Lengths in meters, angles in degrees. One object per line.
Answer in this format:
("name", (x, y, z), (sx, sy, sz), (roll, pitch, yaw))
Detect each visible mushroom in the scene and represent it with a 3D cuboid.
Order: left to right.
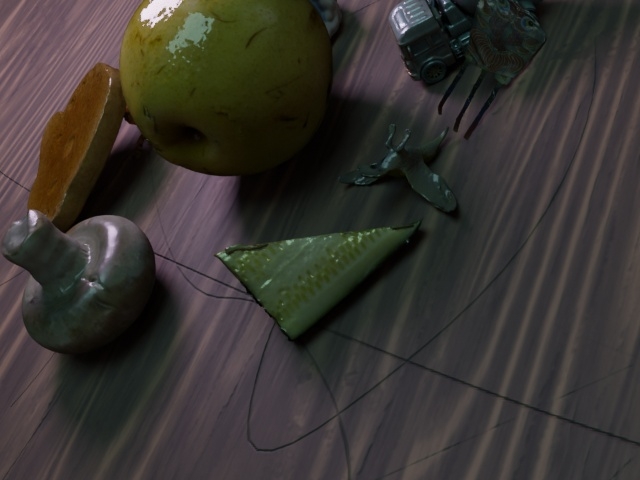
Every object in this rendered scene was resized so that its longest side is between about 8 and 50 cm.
("mushroom", (-0.394, 0.050, 1.330), (0.243, 0.243, 0.243), (-18, 48, 21))

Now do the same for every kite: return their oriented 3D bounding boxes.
("kite", (0.245, -0.263, 1.256), (0.229, 0.127, 0.016), (-58, 13, -10))

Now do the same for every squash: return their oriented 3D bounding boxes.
("squash", (0.000, 0.000, 1.194), (0.252, 0.093, 0.169), (-42, 88, -2))

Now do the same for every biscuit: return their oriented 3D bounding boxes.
("biscuit", (-0.474, -0.178, 1.626), (0.287, 0.057, 0.343), (22, 88, 54))

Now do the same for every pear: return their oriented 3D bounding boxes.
("pear", (-0.147, -0.264, 1.336), (0.348, 0.348, 0.348), (-18, 48, 21))

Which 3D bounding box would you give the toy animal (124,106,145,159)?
("toy animal", (-0.345, -0.255, 1.652), (0.114, 0.116, 0.255), (-22, 51, 44))

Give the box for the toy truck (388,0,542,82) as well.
("toy truck", (0.230, -0.368, 1.317), (0.257, 0.140, 0.108), (-25, 46, 13))

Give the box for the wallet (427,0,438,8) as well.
("wallet", (0.216, -0.420, 1.450), (0.088, 0.026, 0.129), (-1, 56, 33))

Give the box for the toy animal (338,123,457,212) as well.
("toy animal", (0.132, -0.125, 1.220), (0.219, 0.095, 0.155), (30, 79, 43))

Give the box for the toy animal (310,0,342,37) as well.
("toy animal", (-0.082, -0.426, 1.557), (0.208, 0.156, 0.204), (19, 68, 42))
